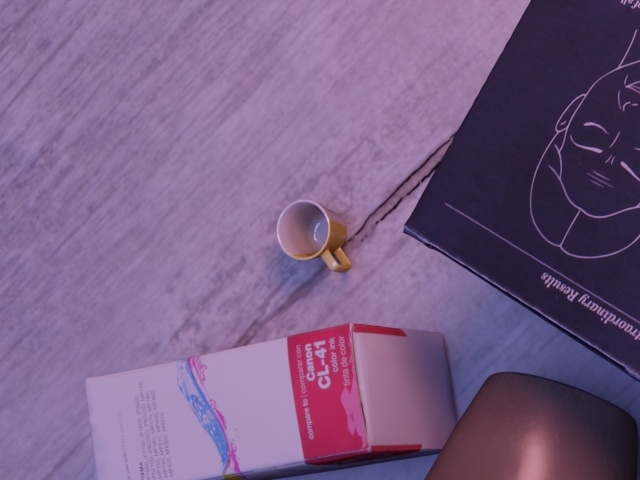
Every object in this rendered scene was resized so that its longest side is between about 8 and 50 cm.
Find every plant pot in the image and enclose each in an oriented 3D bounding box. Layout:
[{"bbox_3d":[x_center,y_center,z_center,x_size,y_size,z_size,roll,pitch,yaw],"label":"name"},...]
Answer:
[{"bbox_3d":[0.194,0.252,1.707,0.263,0.263,0.229,14,76,27],"label":"plant pot"}]

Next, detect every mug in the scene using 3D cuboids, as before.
[{"bbox_3d":[-0.003,-0.002,1.907,0.062,0.064,0.078,-9,83,26],"label":"mug"}]

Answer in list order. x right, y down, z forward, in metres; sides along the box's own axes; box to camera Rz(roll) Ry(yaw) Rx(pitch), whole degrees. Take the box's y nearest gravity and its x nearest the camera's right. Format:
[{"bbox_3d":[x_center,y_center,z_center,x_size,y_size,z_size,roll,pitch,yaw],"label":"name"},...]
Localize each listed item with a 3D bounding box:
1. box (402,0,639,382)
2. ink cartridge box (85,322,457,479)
[{"bbox_3d":[0.317,-0.093,1.612,0.293,0.212,0.395,34,98,32],"label":"box"},{"bbox_3d":[-0.046,0.172,1.827,0.306,0.226,0.131,-11,81,25],"label":"ink cartridge box"}]
